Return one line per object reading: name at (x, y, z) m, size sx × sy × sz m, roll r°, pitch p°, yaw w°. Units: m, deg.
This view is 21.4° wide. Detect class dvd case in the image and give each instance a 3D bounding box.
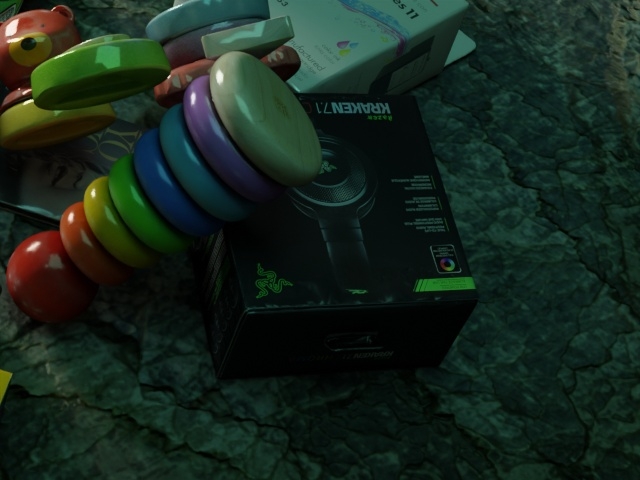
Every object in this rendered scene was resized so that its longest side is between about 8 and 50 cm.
dvd case at (-0.255, -0.077, 1.775) m, size 0.221 × 0.018 × 0.164 m, roll 19°, pitch 47°, yaw -3°

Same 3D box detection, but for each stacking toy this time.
stacking toy at (-0.177, -0.203, 1.666) m, size 0.309 × 0.279 × 0.130 m, roll -14°, pitch 84°, yaw -14°
stacking toy at (-0.164, -0.034, 1.592) m, size 0.141 × 0.330 × 0.141 m, roll 47°, pitch 22°, yaw -25°

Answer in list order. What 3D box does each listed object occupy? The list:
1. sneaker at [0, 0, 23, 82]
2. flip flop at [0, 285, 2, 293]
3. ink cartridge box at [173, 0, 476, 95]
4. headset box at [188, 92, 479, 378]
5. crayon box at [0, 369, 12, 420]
sneaker at (-0.382, -0.240, 1.824) m, size 0.146 × 0.134 × 0.343 m, roll 57°, pitch 39°, yaw -16°
flip flop at (-0.437, 0.039, 1.568) m, size 0.277 × 0.112 × 0.080 m, roll 8°, pitch 75°, yaw -15°
ink cartridge box at (0.020, -0.258, 1.952) m, size 0.353 × 0.119 × 0.207 m, roll -31°, pitch 65°, yaw -36°
headset box at (0.000, 0.000, 1.710) m, size 0.246 × 0.131 × 0.283 m, roll -1°, pitch 56°, yaw -19°
crayon box at (-0.461, 0.222, 1.389) m, size 0.313 × 0.106 × 0.363 m, roll 17°, pitch 48°, yaw -3°
